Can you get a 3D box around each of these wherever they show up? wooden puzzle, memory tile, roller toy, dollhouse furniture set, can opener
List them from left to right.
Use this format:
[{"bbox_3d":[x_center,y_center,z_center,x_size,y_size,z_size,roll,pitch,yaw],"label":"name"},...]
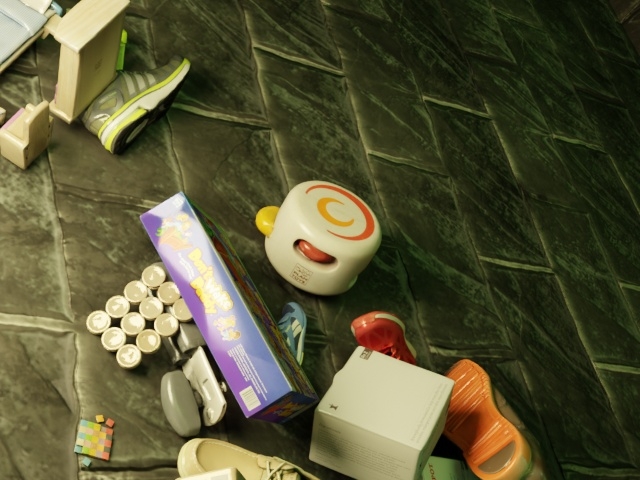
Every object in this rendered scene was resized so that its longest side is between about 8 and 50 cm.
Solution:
[{"bbox_3d":[-0.508,-0.336,1.514,0.303,0.198,0.286,33,56,2],"label":"dollhouse furniture set"},{"bbox_3d":[-0.319,0.281,1.329,0.049,0.006,0.083,23,44,-24],"label":"wooden puzzle"},{"bbox_3d":[-0.423,-0.386,1.804,0.076,0.058,0.151,-16,48,-39],"label":"dollhouse furniture set"},{"bbox_3d":[-0.273,0.117,1.444,0.148,0.012,0.113,-41,73,-21],"label":"memory tile"},{"bbox_3d":[-0.221,0.162,1.462,0.093,0.074,0.280,-2,58,-41],"label":"can opener"},{"bbox_3d":[0.000,0.000,1.736,0.209,0.146,0.191,1,46,-36],"label":"roller toy"}]

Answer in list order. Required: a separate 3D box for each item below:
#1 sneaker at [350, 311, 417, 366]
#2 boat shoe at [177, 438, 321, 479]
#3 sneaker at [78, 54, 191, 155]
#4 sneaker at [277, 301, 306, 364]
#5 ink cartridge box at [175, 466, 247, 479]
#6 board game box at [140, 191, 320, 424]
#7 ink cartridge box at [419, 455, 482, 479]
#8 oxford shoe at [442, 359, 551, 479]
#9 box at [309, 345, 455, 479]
[{"bbox_3d":[0.130,0.217,1.644,0.221,0.087,0.128,44,24,-49],"label":"sneaker"},{"bbox_3d":[-0.066,0.367,1.398,0.302,0.098,0.109,32,41,-15],"label":"boat shoe"},{"bbox_3d":[-0.338,-0.276,1.721,0.121,0.111,0.300,37,38,-3],"label":"sneaker"},{"bbox_3d":[-0.061,0.161,1.619,0.059,0.053,0.144,23,43,-21],"label":"sneaker"},{"bbox_3d":[-0.108,0.429,1.218,0.235,0.088,0.193,67,11,-54],"label":"ink cartridge box"},{"bbox_3d":[-0.136,0.113,1.474,0.347,0.078,0.233,59,1,16],"label":"board game box"},{"bbox_3d":[0.229,0.450,1.593,0.190,0.082,0.140,15,47,-30],"label":"ink cartridge box"},{"bbox_3d":[0.298,0.337,1.660,0.133,0.130,0.364,40,12,-21],"label":"oxford shoe"},{"bbox_3d":[0.101,0.292,1.537,0.182,0.119,0.181,19,37,17],"label":"box"}]
